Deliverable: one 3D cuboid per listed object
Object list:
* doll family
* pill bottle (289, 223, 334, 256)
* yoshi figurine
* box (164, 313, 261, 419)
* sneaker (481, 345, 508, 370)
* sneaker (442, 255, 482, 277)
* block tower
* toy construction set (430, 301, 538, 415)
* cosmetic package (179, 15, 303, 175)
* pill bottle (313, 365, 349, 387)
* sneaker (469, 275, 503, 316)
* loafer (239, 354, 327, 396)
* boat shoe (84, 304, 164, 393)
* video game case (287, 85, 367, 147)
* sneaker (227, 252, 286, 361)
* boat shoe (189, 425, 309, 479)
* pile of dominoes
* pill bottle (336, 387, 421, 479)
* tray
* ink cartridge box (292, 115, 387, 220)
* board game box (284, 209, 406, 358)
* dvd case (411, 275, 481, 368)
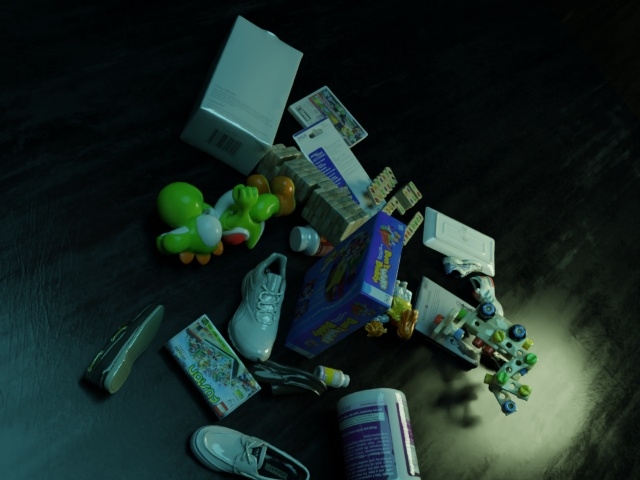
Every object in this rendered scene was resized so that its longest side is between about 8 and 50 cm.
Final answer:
[{"bbox_3d":[0.161,0.179,1.920,0.263,0.118,0.163,11,55,-21],"label":"doll family"},{"bbox_3d":[0.000,0.000,1.951,0.152,0.086,0.086,3,62,-32],"label":"pill bottle"},{"bbox_3d":[-0.247,-0.090,1.788,0.362,0.203,0.203,-27,64,-38],"label":"yoshi figurine"},{"bbox_3d":[-0.238,0.279,1.637,0.114,0.036,0.207,-37,86,-17],"label":"box"},{"bbox_3d":[0.500,0.332,2.117,0.109,0.040,0.043,41,22,-19],"label":"sneaker"},{"bbox_3d":[0.421,0.087,2.209,0.135,0.052,0.058,9,69,-21],"label":"sneaker"},{"bbox_3d":[-0.018,-0.119,1.933,0.335,0.097,0.091,45,38,22],"label":"block tower"},{"bbox_3d":[0.451,0.293,2.013,0.328,0.151,0.215,41,74,2],"label":"toy construction set"},{"bbox_3d":[-0.207,-0.397,2.006,0.217,0.156,0.385,29,50,-17],"label":"cosmetic package"},{"bbox_3d":[0.027,0.333,1.802,0.083,0.043,0.043,19,55,-24],"label":"pill bottle"},{"bbox_3d":[0.482,0.176,2.189,0.075,0.057,0.161,8,56,-27],"label":"sneaker"},{"bbox_3d":[-0.093,0.325,1.717,0.220,0.080,0.078,20,77,-11],"label":"loafer"},{"bbox_3d":[-0.408,0.214,1.562,0.069,0.081,0.227,18,47,12],"label":"boat shoe"},{"bbox_3d":[0.024,-0.353,2.217,0.201,0.023,0.183,49,49,2],"label":"video game case"},{"bbox_3d":[-0.138,0.146,1.718,0.111,0.129,0.297,20,42,-18],"label":"sneaker"},{"bbox_3d":[-0.146,0.464,1.581,0.267,0.088,0.096,33,51,-14],"label":"boat shoe"},{"bbox_3d":[0.228,-0.113,2.138,0.196,0.040,0.251,54,28,-5],"label":"pile of dominoes"},{"bbox_3d":[0.136,0.504,1.692,0.169,0.169,0.301,9,59,-29],"label":"pill bottle"},{"bbox_3d":[0.434,-0.001,2.276,0.270,0.030,0.145,24,52,-20],"label":"tray"},{"bbox_3d":[0.049,-0.174,2.082,0.165,0.065,0.332,-35,93,-41],"label":"ink cartridge box"},{"bbox_3d":[0.054,0.111,1.749,0.078,0.347,0.233,29,52,-17],"label":"board game box"},{"bbox_3d":[0.360,0.230,2.091,0.239,0.029,0.179,32,51,-14],"label":"dvd case"}]
